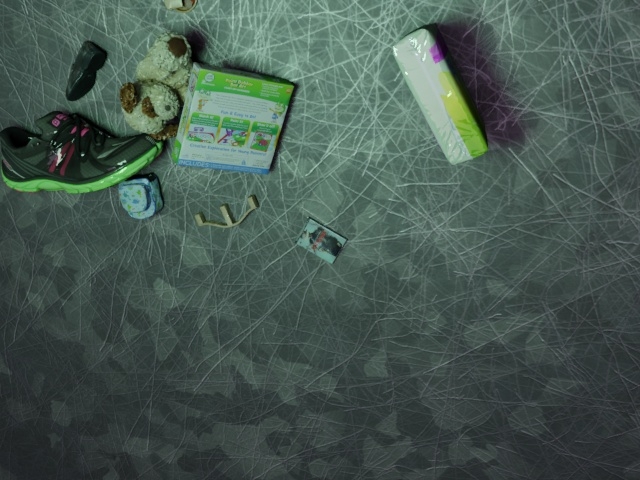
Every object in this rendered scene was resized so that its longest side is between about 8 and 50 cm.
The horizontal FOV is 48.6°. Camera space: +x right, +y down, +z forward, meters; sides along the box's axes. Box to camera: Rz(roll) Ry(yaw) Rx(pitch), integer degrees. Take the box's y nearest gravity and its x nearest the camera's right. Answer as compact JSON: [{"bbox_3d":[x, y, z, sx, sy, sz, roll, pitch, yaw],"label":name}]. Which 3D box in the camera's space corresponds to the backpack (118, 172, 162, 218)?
[{"bbox_3d":[-0.494,-0.116,1.937,0.105,0.084,0.114,-5,113,18],"label":"backpack"}]

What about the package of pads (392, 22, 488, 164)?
[{"bbox_3d":[0.270,-0.331,1.581,0.101,0.229,0.296,-25,103,19],"label":"package of pads"}]

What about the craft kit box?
[{"bbox_3d":[-0.215,-0.292,1.736,0.250,0.061,0.246,4,122,-31],"label":"craft kit box"}]

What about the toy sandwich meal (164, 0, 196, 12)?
[{"bbox_3d":[-0.344,-0.596,1.734,0.086,0.029,0.085,5,113,12],"label":"toy sandwich meal"}]

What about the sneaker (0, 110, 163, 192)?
[{"bbox_3d":[-0.652,-0.240,1.872,0.483,0.185,0.202,-3,115,14],"label":"sneaker"}]

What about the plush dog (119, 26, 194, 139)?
[{"bbox_3d":[-0.398,-0.369,1.732,0.211,0.262,0.225,25,79,31],"label":"plush dog"}]

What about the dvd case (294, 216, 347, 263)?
[{"bbox_3d":[0.000,0.000,1.901,0.119,0.013,0.087,31,116,1],"label":"dvd case"}]

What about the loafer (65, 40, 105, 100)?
[{"bbox_3d":[-0.626,-0.442,1.858,0.061,0.062,0.170,47,113,17],"label":"loafer"}]

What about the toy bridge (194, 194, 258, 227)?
[{"bbox_3d":[-0.253,-0.068,1.929,0.188,0.026,0.063,-17,108,20],"label":"toy bridge"}]
